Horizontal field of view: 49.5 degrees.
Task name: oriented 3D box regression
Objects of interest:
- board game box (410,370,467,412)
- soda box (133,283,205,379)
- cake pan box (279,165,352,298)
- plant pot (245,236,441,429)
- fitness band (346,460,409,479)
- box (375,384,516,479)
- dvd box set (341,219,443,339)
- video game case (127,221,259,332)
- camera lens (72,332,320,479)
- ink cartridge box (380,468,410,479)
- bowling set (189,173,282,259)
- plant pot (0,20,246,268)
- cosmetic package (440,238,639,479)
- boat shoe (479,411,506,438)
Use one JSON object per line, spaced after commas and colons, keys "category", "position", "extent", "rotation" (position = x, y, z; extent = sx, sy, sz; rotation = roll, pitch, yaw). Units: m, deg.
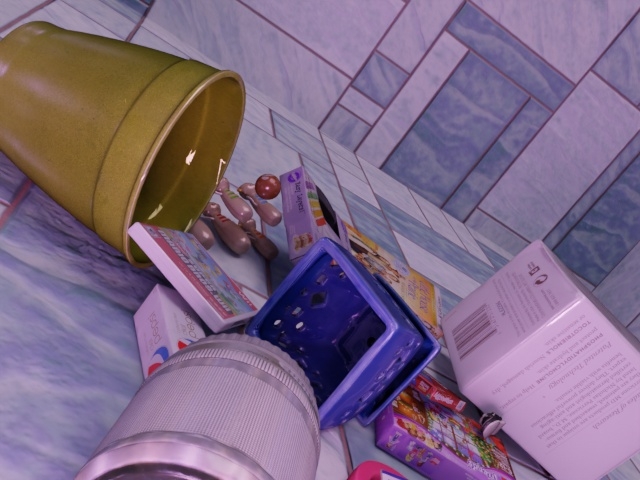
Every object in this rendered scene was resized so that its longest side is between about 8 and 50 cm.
{"category": "board game box", "position": [0.155, 0.241, 1.391], "extent": [0.281, 0.027, 0.145], "rotation": [34, 0, 41]}
{"category": "soda box", "position": [-0.206, 0.160, 0.982], "extent": [0.069, 0.074, 0.216], "rotation": [26, 21, -35]}
{"category": "cake pan box", "position": [0.000, 0.000, 1.538], "extent": [0.246, 0.070, 0.267], "rotation": [55, 19, -45]}
{"category": "plant pot", "position": [0.051, 0.171, 1.196], "extent": [0.212, 0.236, 0.236], "rotation": [25, 20, -49]}
{"category": "fitness band", "position": [0.140, 0.438, 0.986], "extent": [0.209, 0.054, 0.291], "rotation": [18, 25, -39]}
{"category": "box", "position": [0.231, 0.375, 1.292], "extent": [0.293, 0.057, 0.201], "rotation": [34, 18, -10]}
{"category": "dvd box set", "position": [0.139, 0.084, 1.838], "extent": [0.420, 0.062, 0.307], "rotation": [36, 19, -4]}
{"category": "video game case", "position": [-0.198, 0.060, 1.153], "extent": [0.204, 0.025, 0.285], "rotation": [48, 2, 6]}
{"category": "camera lens", "position": [-0.116, 0.241, 0.711], "extent": [0.219, 0.219, 0.274], "rotation": [35, 18, -5]}
{"category": "ink cartridge box", "position": [0.136, 0.455, 0.794], "extent": [0.176, 0.069, 0.371], "rotation": [27, 32, -15]}
{"category": "bowling set", "position": [-0.168, -0.081, 1.474], "extent": [0.154, 0.200, 0.287], "rotation": [46, 16, 29]}
{"category": "plant pot", "position": [-0.371, -0.196, 1.188], "extent": [0.353, 0.366, 0.366], "rotation": [28, 17, 6]}
{"category": "cosmetic package", "position": [0.539, 0.278, 1.589], "extent": [0.394, 0.327, 0.329], "rotation": [42, 16, -15]}
{"category": "boat shoe", "position": [0.331, 0.357, 1.360], "extent": [0.038, 0.046, 0.125], "rotation": [44, 14, 26]}
